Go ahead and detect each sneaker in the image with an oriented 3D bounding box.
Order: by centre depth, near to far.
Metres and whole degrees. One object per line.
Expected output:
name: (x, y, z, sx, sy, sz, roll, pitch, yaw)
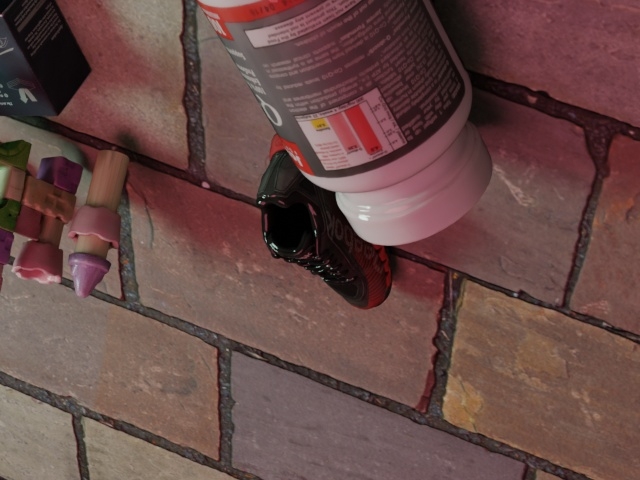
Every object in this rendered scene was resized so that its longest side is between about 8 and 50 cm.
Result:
sneaker: (0.000, 0.000, 2.083, 0.097, 0.135, 0.276, -1, 134, 33)

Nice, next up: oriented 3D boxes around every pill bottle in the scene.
pill bottle: (0.032, -0.181, 1.787, 0.210, 0.210, 0.363, -3, 131, 37)

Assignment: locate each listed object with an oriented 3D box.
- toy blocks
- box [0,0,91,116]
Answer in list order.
toy blocks: (-0.443, -0.013, 2.176, 0.309, 0.260, 0.288, -5, 158, 45)
box: (-0.392, -0.238, 2.111, 0.156, 0.093, 0.158, 2, 134, 31)
